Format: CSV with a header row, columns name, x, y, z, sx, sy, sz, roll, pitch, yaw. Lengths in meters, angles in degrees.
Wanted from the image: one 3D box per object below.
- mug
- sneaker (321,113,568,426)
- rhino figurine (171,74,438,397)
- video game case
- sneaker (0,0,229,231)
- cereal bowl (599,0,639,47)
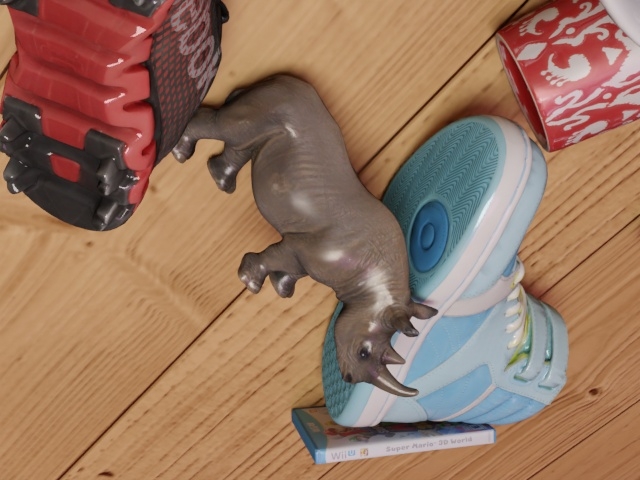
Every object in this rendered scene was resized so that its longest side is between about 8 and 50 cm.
name,x,y,z,sx,sy,sz,roll,pitch,yaw
mug,0.220,-0.121,0.519,0.169,0.113,0.150,-24,129,10
sneaker,0.141,0.041,0.626,0.208,0.127,0.319,8,136,-18
rhino figurine,0.000,0.000,0.515,0.106,0.073,0.243,-32,86,20
video game case,0.064,0.174,0.725,0.166,0.119,0.015,-4,96,-12
sneaker,-0.102,-0.132,0.401,0.097,0.135,0.276,25,138,1
cereal bowl,0.246,-0.227,0.300,0.338,0.141,0.339,-7,149,-5
